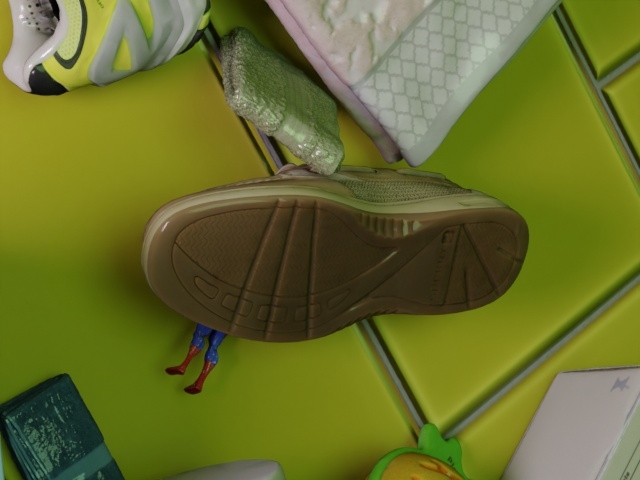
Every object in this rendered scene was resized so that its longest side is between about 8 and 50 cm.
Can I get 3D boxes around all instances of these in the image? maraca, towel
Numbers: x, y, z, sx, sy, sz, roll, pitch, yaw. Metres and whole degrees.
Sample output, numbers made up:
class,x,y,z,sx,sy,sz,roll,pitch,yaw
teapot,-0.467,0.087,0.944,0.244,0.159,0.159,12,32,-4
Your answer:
class,x,y,z,sx,sy,sz,roll,pitch,yaw
maraca,0.082,0.218,1.414,0.185,0.099,0.127,-40,110,-57
towel,-0.181,0.159,1.287,0.067,0.029,0.119,-32,101,-32
towel,-0.029,-0.109,1.365,0.110,0.148,0.027,35,110,-18
towel,0.089,-0.272,1.409,0.332,0.053,0.317,-48,124,-16

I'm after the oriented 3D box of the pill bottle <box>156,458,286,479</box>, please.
class,x,y,z,sx,sy,sz,roll,pitch,yaw
pill bottle,-0.058,0.306,1.265,0.162,0.162,0.278,-16,95,-33

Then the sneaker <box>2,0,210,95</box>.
class,x,y,z,sx,sy,sz,roll,pitch,yaw
sneaker,-0.195,-0.270,1.218,0.147,0.145,0.385,-35,121,-27

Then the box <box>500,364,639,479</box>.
class,x,y,z,sx,sy,sz,roll,pitch,yaw
box,0.282,0.232,1.518,0.232,0.127,0.149,42,64,-21

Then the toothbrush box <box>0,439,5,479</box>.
class,x,y,z,sx,sy,sz,roll,pitch,yaw
toothbrush box,-0.293,0.136,1.108,0.126,0.216,0.295,-6,86,-34

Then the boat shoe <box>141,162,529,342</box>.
class,x,y,z,sx,sy,sz,roll,pitch,yaw
boat shoe,0.000,0.000,1.381,0.341,0.110,0.122,2,116,-37

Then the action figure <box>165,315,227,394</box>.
class,x,y,z,sx,sy,sz,roll,pitch,yaw
action figure,-0.080,0.061,1.366,0.038,0.030,0.115,46,57,-26
